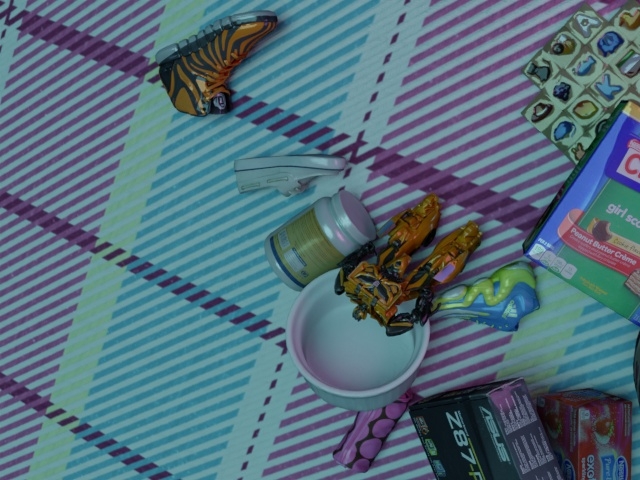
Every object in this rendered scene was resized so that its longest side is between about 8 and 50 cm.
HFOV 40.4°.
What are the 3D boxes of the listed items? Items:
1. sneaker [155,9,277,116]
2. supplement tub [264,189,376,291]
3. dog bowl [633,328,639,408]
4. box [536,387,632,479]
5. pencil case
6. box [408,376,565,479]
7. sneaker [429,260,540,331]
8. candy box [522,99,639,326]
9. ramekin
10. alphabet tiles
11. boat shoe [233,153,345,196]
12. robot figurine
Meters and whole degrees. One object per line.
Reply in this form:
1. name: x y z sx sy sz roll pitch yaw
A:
1. sneaker: -0.206 -0.371 1.887 0.321 0.124 0.180 -17 90 34
2. supplement tub: 0.000 0.000 1.792 0.199 0.144 0.144 -34 80 22
3. dog bowl: 0.706 0.209 1.427 0.407 0.150 0.408 0 104 1
4. box: 0.480 0.410 1.593 0.122 0.128 0.257 -173 82 -65
5. pencil case: 0.101 0.384 1.798 0.095 0.098 0.209 31 106 19
6. box: 0.334 0.463 1.605 0.318 0.097 0.395 -34 76 64
7. sneaker: 0.314 0.136 1.693 0.240 0.091 0.126 -26 85 24
8. candy box: 0.552 -0.043 1.521 0.268 0.122 0.317 32 102 3
9. ramekin: 0.076 0.200 1.716 0.277 0.135 0.277 -3 59 5
10. alphabet tiles: 0.551 -0.264 1.607 0.342 0.011 0.285 47 110 14
11. boat shoe: -0.067 -0.136 1.843 0.267 0.096 0.088 -1 97 25
12. robot figurine: 0.163 0.046 1.672 0.211 0.085 0.291 37 67 25
